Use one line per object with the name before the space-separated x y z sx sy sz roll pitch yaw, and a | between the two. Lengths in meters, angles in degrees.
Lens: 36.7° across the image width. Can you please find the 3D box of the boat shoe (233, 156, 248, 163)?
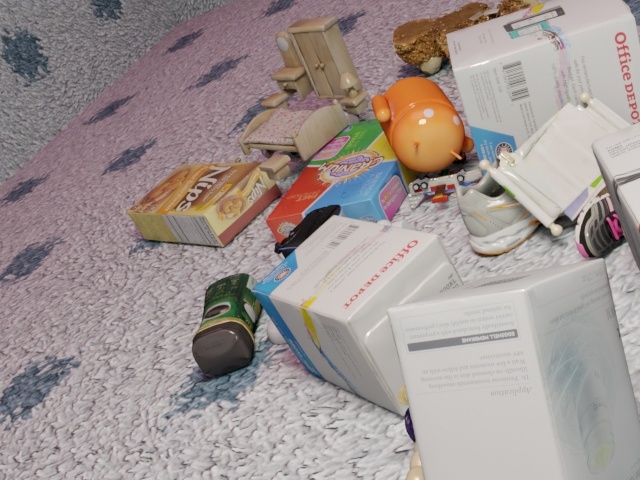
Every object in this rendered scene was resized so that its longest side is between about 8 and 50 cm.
boat shoe | -0.176 -0.168 2.178 0.035 0.035 0.100 -32 25 -3

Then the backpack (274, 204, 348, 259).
backpack | 0.000 0.000 1.618 0.105 0.084 0.114 -6 38 43

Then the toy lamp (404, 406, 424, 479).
toy lamp | 0.092 0.286 1.003 0.080 0.080 0.275 -16 26 28

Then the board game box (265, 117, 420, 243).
board game box | 0.071 -0.123 1.791 0.242 0.064 0.316 -10 32 37

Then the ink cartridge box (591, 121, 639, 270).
ink cartridge box | 0.402 0.004 1.038 0.114 0.197 0.273 -23 26 13

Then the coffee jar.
coffee jar | -0.147 0.134 1.538 0.096 0.079 0.184 -21 26 15

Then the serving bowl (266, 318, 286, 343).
serving bowl | -0.051 0.125 1.511 0.083 0.027 0.083 -25 25 12

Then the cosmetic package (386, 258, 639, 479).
cosmetic package | 0.191 0.146 0.883 0.138 0.225 0.224 -11 0 33

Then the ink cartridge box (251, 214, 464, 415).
ink cartridge box | 0.063 0.092 1.280 0.171 0.168 0.232 -41 27 -21

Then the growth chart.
growth chart | 0.362 -0.108 1.359 0.237 0.172 0.021 -36 -14 -21

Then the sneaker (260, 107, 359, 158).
sneaker | -0.024 -0.231 2.100 0.237 0.085 0.086 -11 70 21

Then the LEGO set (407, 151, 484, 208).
LEGO set | 0.261 -0.100 1.592 0.182 0.060 0.244 -27 24 -21

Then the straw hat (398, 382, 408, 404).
straw hat | 0.157 0.160 1.059 0.144 0.061 0.144 -38 7 5

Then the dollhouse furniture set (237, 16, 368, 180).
dollhouse furniture set | -0.097 -0.297 1.980 0.303 0.174 0.355 9 42 47

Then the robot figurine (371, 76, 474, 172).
robot figurine | 0.173 -0.197 1.636 0.128 0.158 0.219 -28 32 7

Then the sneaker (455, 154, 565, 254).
sneaker | 0.316 -0.090 1.395 0.262 0.121 0.099 -33 26 -4

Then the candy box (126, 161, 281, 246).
candy box | -0.251 -0.080 2.036 0.316 0.087 0.183 3 41 51

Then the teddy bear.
teddy bear | 0.327 -0.438 2.071 0.338 0.113 0.245 -21 33 2

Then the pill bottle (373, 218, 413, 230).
pill bottle | 0.086 0.005 1.535 0.120 0.067 0.067 -16 29 28

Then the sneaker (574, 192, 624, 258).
sneaker | 0.405 -0.036 1.265 0.170 0.063 0.075 -37 19 -24

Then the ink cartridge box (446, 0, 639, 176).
ink cartridge box | 0.358 -0.250 1.516 0.270 0.198 0.197 -15 26 12
